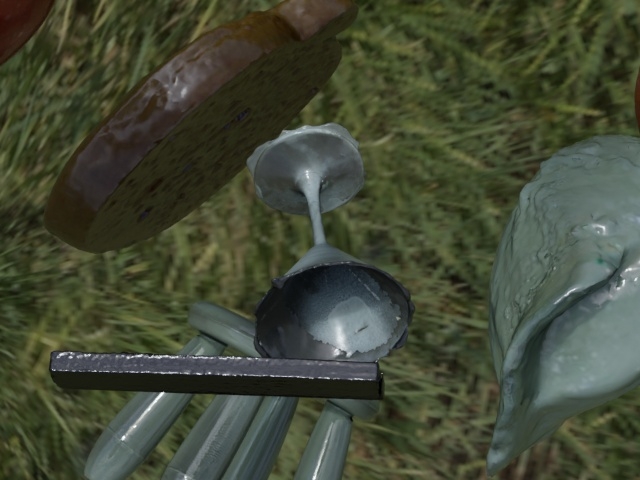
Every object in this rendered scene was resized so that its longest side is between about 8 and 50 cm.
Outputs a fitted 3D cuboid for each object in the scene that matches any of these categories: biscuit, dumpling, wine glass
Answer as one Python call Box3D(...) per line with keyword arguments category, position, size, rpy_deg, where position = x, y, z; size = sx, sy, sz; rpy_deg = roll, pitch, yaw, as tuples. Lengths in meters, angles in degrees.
Box3D(category="biscuit", position=(-0.107, -0.125, 1.720), size=(0.350, 0.394, 0.070), rpy_deg=(-44, 83, 9))
Box3D(category="dumpling", position=(0.118, 0.017, 0.814), size=(0.153, 0.219, 0.108), rpy_deg=(-37, 80, 31))
Box3D(category="wine glass", position=(0.000, 0.000, 1.343), size=(0.122, 0.183, 0.122), rpy_deg=(-4, 134, -5))

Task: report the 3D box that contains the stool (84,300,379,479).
Box3D(category="stool", position=(-0.077, 0.180, 1.632), size=(0.195, 0.195, 0.198), rpy_deg=(36, 82, -31))

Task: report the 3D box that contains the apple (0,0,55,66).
Box3D(category="apple", position=(-0.296, -0.221, 1.224), size=(0.216, 0.260, 0.260), rpy_deg=(-29, 94, -23))

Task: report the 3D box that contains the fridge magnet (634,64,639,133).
Box3D(category="fridge magnet", position=(0.474, -0.116, 1.680), size=(0.364, 0.363, 0.155), rpy_deg=(25, 49, -11))

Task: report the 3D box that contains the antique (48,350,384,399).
Box3D(category="antique", position=(-0.059, 0.077, 1.040), size=(0.192, 0.031, 0.015), rpy_deg=(1, 63, 4))
